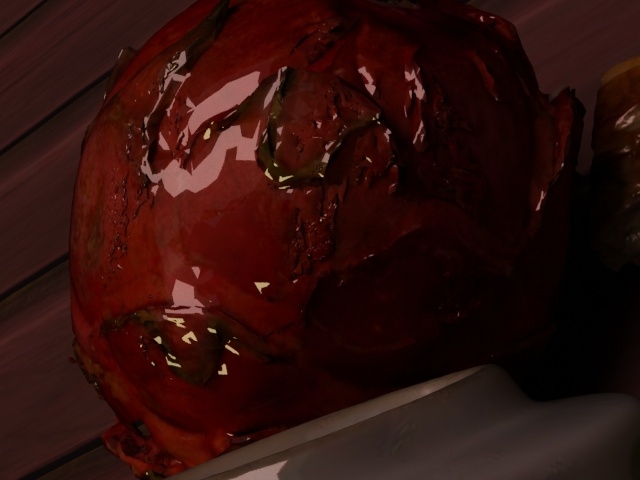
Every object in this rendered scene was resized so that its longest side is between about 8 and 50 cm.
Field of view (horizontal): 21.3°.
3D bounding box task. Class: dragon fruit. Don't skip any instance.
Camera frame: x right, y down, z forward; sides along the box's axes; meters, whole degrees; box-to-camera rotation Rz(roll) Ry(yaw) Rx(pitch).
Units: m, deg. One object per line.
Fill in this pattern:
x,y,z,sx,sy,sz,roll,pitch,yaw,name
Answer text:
0.000,0.000,0.936,0.295,0.296,0.301,-119,45,-58,dragon fruit

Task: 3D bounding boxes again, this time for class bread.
0.195,-0.065,0.964,0.154,0.054,0.136,-43,32,8,bread

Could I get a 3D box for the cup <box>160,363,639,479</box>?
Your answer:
0.022,0.152,0.679,0.347,0.347,0.163,-22,86,43,cup
